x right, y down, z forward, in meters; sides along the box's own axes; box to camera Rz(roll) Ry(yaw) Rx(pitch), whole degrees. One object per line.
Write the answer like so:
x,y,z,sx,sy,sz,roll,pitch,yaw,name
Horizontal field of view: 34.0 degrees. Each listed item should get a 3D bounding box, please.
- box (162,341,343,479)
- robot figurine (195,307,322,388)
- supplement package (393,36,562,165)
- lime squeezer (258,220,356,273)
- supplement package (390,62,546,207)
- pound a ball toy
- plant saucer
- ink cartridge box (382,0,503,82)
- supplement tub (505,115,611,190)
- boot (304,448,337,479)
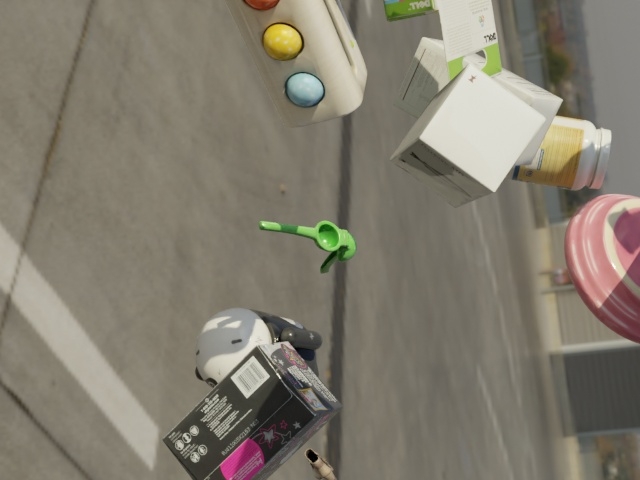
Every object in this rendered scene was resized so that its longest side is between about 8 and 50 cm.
-0.115,0.311,1.794,0.163,0.247,0.142,49,13,16,box
-0.118,0.229,2.046,0.278,0.173,0.209,21,102,-52,robot figurine
0.279,-0.246,1.868,0.133,0.244,0.139,-8,127,-55,supplement package
0.000,0.000,1.861,0.310,0.109,0.059,37,60,-65,lime squeezer
0.163,-0.115,1.199,0.105,0.105,0.179,-54,-177,-7,supplement package
-0.016,-0.321,1.418,0.136,0.208,0.319,-75,148,-48,pound a ball toy
0.642,0.044,2.070,0.084,0.332,0.332,130,-35,-54,plant saucer
0.187,-0.364,1.641,0.188,0.097,0.255,-29,112,-50,ink cartridge box
0.476,-0.181,2.127,0.144,0.199,0.144,10,90,-83,supplement tub
-0.007,0.492,2.310,0.087,0.042,0.118,53,-16,-25,boot
